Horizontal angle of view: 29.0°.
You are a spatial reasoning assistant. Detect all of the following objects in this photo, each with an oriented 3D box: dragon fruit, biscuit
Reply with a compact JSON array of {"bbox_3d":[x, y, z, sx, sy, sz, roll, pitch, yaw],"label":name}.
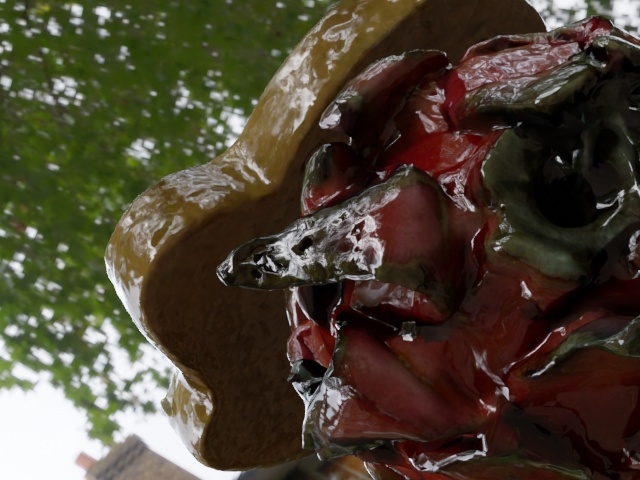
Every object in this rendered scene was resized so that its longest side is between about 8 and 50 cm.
[{"bbox_3d":[0.082,0.011,0.450,0.193,0.192,0.274,-56,-11,-27],"label":"dragon fruit"},{"bbox_3d":[-0.001,-0.001,0.712,0.287,0.057,0.344,-13,-46,-41],"label":"biscuit"}]
